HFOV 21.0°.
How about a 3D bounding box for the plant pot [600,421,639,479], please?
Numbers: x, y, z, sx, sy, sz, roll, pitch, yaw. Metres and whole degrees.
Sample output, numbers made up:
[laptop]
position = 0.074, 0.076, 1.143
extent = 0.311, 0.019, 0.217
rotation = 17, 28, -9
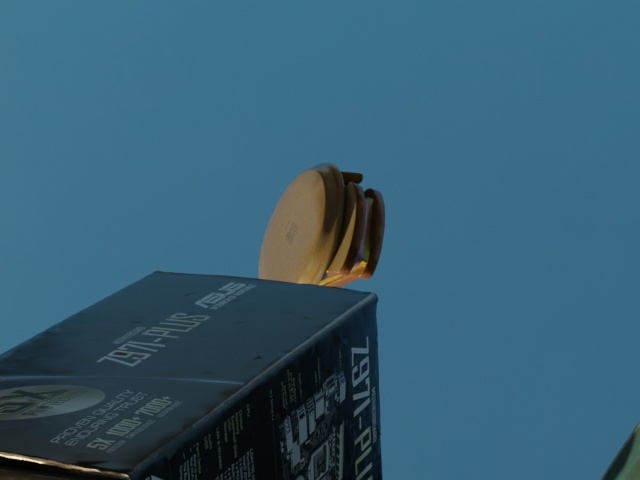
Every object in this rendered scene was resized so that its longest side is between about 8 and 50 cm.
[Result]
[plant pot]
position = 0.266, 0.159, 0.607
extent = 0.272, 0.271, 0.255
rotation = -37, -131, -6

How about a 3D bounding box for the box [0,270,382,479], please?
[box]
position = -0.043, 0.115, 0.470
extent = 0.078, 0.180, 0.147
rotation = 4, -163, 24

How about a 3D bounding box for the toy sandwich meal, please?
[toy sandwich meal]
position = 0.000, 0.000, 0.832
extent = 0.085, 0.029, 0.085
rotation = -47, -147, 43
